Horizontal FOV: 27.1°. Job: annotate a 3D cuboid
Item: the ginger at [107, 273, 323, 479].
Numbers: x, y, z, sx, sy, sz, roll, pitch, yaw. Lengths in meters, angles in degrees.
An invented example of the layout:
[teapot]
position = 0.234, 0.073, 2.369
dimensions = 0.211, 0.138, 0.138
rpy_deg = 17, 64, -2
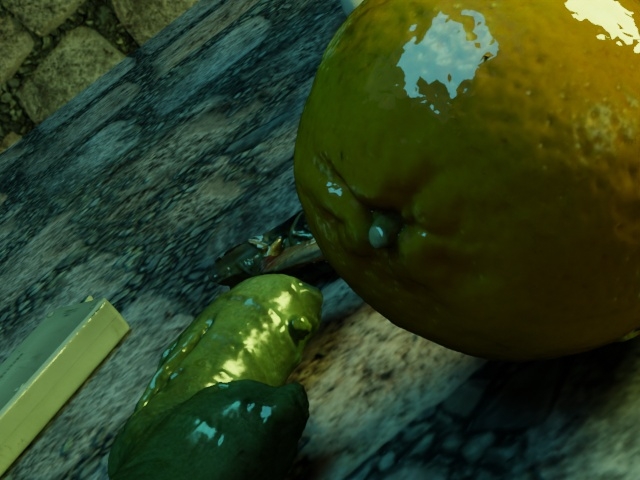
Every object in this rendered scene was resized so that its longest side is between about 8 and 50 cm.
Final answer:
[ginger]
position = -0.061, 0.111, 0.816
dimensions = 0.137, 0.089, 0.290
rpy_deg = -45, 10, 19

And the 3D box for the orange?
[orange]
position = 0.092, -0.038, 0.674
dimensions = 0.193, 0.219, 0.219
rpy_deg = -34, 18, -17

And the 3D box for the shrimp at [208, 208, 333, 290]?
[shrimp]
position = -0.001, -0.002, 0.964
dimensions = 0.251, 0.052, 0.143
rpy_deg = -28, 0, 36

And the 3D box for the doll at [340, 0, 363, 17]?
[doll]
position = 0.107, -0.382, 1.474
dimensions = 0.376, 0.187, 0.365
rpy_deg = -25, 22, -20

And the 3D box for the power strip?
[power strip]
position = -0.301, 0.183, 1.127
dimensions = 0.106, 0.043, 0.367
rpy_deg = -14, 30, 50
